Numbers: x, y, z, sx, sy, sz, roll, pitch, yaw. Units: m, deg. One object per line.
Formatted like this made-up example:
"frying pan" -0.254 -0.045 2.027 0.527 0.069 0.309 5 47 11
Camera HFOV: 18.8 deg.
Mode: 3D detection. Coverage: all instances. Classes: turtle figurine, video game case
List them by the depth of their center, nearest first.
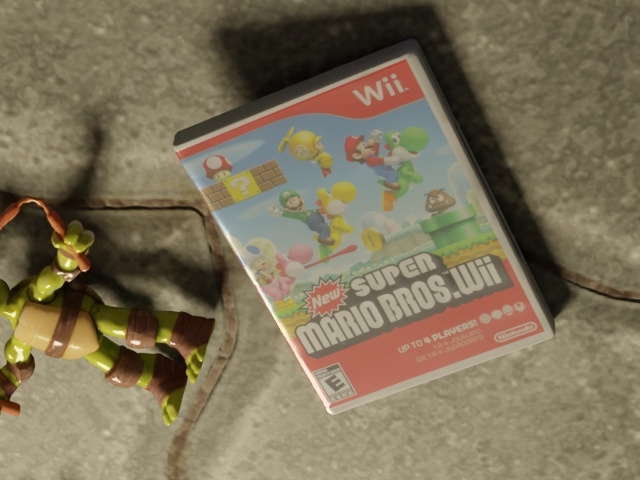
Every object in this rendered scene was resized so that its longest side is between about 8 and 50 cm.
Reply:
"video game case" 0.039 -0.002 1.511 0.204 0.025 0.285 -21 120 15
"turtle figurine" -0.212 0.082 1.627 0.217 0.087 0.269 21 121 -11
